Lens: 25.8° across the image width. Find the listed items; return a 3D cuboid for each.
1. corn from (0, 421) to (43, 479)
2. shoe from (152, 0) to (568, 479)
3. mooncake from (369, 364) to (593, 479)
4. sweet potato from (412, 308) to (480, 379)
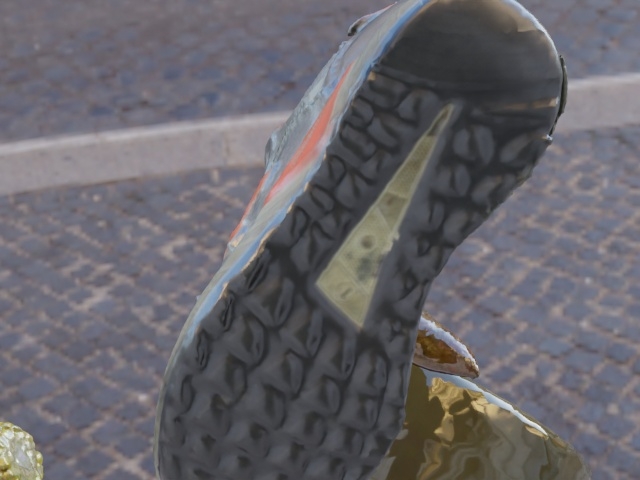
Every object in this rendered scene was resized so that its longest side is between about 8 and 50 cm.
[{"bbox_3d":[-0.331,0.211,1.080,0.260,0.091,0.091,-26,10,21],"label":"corn"},{"bbox_3d":[0.000,0.000,0.787,0.132,0.336,0.171,24,13,-19],"label":"shoe"},{"bbox_3d":[0.080,0.198,1.180,0.284,0.284,0.156,24,74,34],"label":"mooncake"},{"bbox_3d":[0.038,0.024,0.985,0.078,0.058,0.255,3,27,-15],"label":"sweet potato"}]
